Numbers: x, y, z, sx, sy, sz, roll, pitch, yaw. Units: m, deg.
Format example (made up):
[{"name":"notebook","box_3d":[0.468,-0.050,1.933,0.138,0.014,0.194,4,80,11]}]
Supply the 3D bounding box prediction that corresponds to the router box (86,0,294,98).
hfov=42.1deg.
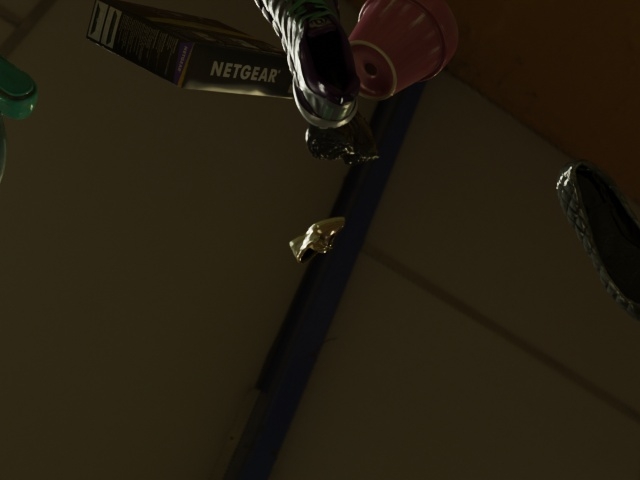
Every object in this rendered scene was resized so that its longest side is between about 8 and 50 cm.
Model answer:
[{"name":"router box","box_3d":[-0.213,-0.338,1.476,0.243,0.081,0.309,30,-159,29]}]

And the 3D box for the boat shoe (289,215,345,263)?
[{"name":"boat shoe","box_3d":[0.000,0.000,1.402,0.050,0.135,0.045,-5,-109,-36]}]

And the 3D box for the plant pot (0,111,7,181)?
[{"name":"plant pot","box_3d":[-0.491,-0.164,0.856,0.341,0.341,0.334,-9,-141,-31]}]

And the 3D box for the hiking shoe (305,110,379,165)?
[{"name":"hiking shoe","box_3d":[0.034,-0.220,1.655,0.227,0.086,0.114,12,-115,-60]}]

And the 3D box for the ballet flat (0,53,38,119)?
[{"name":"ballet flat","box_3d":[-0.551,-0.279,1.342,0.247,0.087,0.083,42,-128,13]}]

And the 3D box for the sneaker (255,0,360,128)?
[{"name":"sneaker","box_3d":[-0.008,-0.227,0.820,0.083,0.098,0.223,-21,-93,-12]}]

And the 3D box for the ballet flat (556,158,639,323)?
[{"name":"ballet flat","box_3d":[0.249,0.009,0.688,0.173,0.057,0.049,57,-168,11]}]

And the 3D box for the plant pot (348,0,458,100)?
[{"name":"plant pot","box_3d":[0.136,-0.372,1.607,0.201,0.201,0.180,45,-124,-4]}]
